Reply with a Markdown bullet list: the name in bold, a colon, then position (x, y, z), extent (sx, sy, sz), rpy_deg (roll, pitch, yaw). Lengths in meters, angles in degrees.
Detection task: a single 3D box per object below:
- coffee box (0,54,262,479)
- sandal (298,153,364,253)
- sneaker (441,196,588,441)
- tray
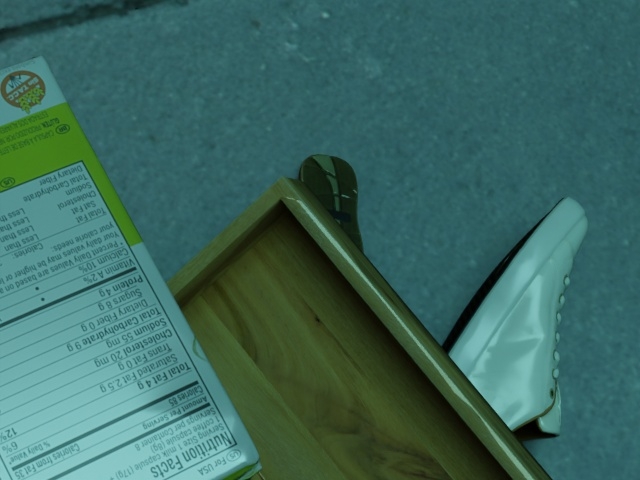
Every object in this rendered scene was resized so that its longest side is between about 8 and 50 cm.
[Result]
- **coffee box**: position (-0.285, 0.137, 1.070), extent (0.338, 0.338, 0.334), rpy_deg (-25, 73, -22)
- **sandal**: position (0.000, 0.000, 1.358), extent (0.072, 0.049, 0.180), rpy_deg (13, 49, -12)
- **sneaker**: position (0.175, 0.101, 1.320), extent (0.123, 0.106, 0.290), rpy_deg (33, 75, 1)
- **tray**: position (0.033, 0.170, 1.218), extent (0.203, 0.076, 0.411), rpy_deg (-42, 79, 11)
